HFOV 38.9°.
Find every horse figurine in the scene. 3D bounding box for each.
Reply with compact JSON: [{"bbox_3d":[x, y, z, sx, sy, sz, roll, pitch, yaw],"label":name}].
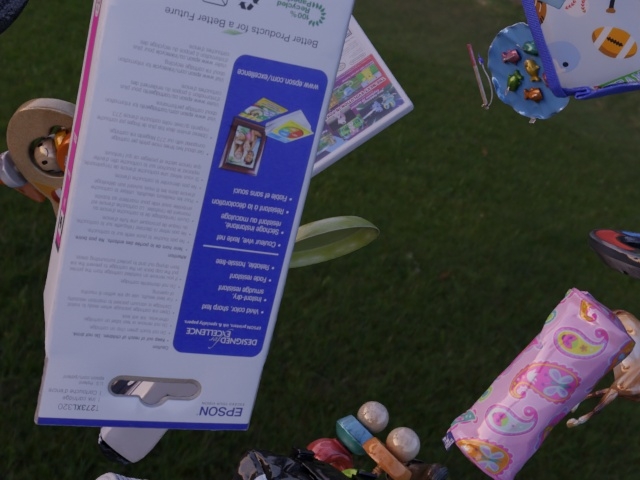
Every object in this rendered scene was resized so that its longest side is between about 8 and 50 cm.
[{"bbox_3d":[0.452,0.187,1.382,0.066,0.174,0.263,48,30,-28],"label":"horse figurine"}]

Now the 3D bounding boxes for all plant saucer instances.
[{"bbox_3d":[0.000,0.000,1.836,0.241,0.241,0.037,-7,74,-34],"label":"plant saucer"}]

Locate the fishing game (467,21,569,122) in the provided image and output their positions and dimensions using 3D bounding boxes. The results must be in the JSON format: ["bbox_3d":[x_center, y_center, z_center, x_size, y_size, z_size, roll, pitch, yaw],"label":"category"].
[{"bbox_3d":[0.376,-0.304,1.664,0.041,0.189,0.264,-32,22,-31],"label":"fishing game"}]

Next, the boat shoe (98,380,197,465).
[{"bbox_3d":[-0.272,0.237,1.634,0.127,0.340,0.158,48,3,-29],"label":"boat shoe"}]

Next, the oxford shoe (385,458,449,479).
[{"bbox_3d":[0.177,0.460,1.764,0.083,0.227,0.096,-35,82,-28],"label":"oxford shoe"}]

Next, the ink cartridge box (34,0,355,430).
[{"bbox_3d":[-0.102,-0.033,0.685,0.175,0.371,0.069,7,15,-25],"label":"ink cartridge box"}]

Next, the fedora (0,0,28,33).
[{"bbox_3d":[-0.504,-0.393,1.209,0.334,0.334,0.152,22,-7,-3],"label":"fedora"}]

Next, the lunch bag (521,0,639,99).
[{"bbox_3d":[0.397,-0.371,1.038,0.327,0.386,0.239,-5,9,35],"label":"lunch bag"}]

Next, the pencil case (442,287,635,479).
[{"bbox_3d":[0.297,0.199,1.237,0.124,0.284,0.124,39,10,-8],"label":"pencil case"}]

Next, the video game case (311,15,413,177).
[{"bbox_3d":[0.006,-0.207,1.320,0.183,0.201,0.023,60,8,22],"label":"video game case"}]

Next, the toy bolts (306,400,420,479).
[{"bbox_3d":[0.111,0.405,1.658,0.218,0.158,0.228,49,-7,-35],"label":"toy bolts"}]

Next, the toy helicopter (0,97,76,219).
[{"bbox_3d":[-0.433,-0.077,1.500,0.235,0.355,0.140,3,41,1],"label":"toy helicopter"}]

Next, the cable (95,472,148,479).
[{"bbox_3d":[-0.304,0.433,1.202,0.089,0.257,0.257,30,62,-20],"label":"cable"}]

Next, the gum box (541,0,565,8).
[{"bbox_3d":[0.150,-0.288,0.734,0.184,0.157,0.041,25,61,-2],"label":"gum box"}]

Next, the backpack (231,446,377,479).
[{"bbox_3d":[0.039,0.440,1.131,0.290,0.273,0.355,28,-10,-27],"label":"backpack"}]

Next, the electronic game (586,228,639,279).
[{"bbox_3d":[0.445,0.026,1.117,0.229,0.048,0.229,12,13,-3],"label":"electronic game"}]
